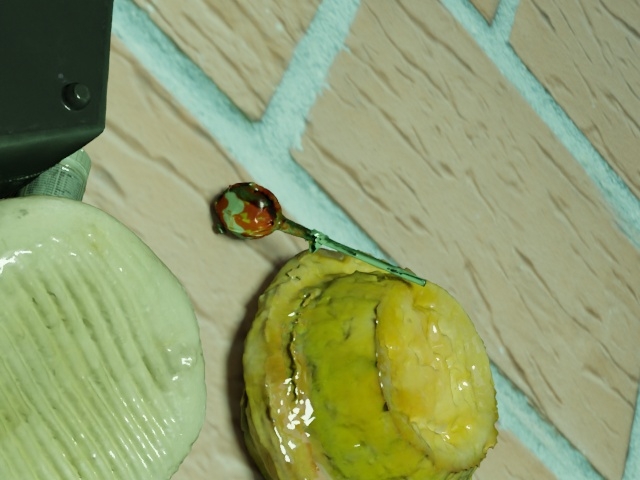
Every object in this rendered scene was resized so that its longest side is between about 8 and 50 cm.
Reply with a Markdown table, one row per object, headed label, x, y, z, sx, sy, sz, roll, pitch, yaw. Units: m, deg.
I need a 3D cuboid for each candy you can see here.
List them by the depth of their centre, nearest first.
| label | x | y | z | sx | sy | sz | roll | pitch | yaw |
| --- | --- | --- | --- | --- | --- | --- | --- | --- | --- |
| candy | 0.000 | 0.000 | 1.033 | 0.185 | 0.049 | 0.055 | 23 | 42 | 9 |

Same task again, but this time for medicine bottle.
| label | x | y | z | sx | sy | sz | roll | pitch | yaw |
| --- | --- | --- | --- | --- | --- | --- | --- | --- | --- |
| medicine bottle | -0.192 | -0.026 | 0.899 | 0.047 | 0.047 | 0.083 | 32 | 50 | -34 |

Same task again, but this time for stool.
| label | x | y | z | sx | sy | sz | roll | pitch | yaw |
| --- | --- | --- | --- | --- | --- | --- | --- | --- | --- |
| stool | -0.248 | -0.129 | 0.813 | 0.232 | 0.141 | 0.232 | 23 | 57 | -40 |

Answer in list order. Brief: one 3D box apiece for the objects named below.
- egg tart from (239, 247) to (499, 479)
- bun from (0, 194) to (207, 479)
| label | x | y | z | sx | sy | sz | roll | pitch | yaw |
| --- | --- | --- | --- | --- | --- | --- | --- | --- | --- |
| egg tart | 0.058 | 0.123 | 1.055 | 0.288 | 0.118 | 0.288 | 29 | 48 | -38 |
| bun | -0.184 | 0.083 | 0.787 | 0.231 | 0.133 | 0.231 | -10 | 104 | -44 |
